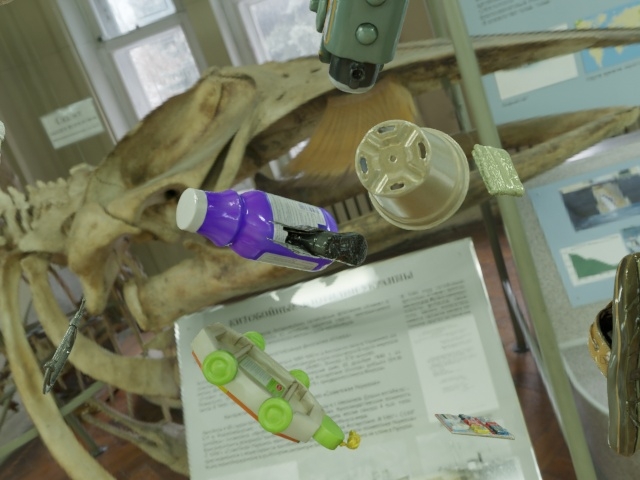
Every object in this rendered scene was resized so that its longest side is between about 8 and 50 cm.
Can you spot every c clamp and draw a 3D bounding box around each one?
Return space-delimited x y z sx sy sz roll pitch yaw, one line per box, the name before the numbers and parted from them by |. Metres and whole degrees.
c clamp | -0.489 0.205 1.135 0.137 0.022 0.161 123 164 -48

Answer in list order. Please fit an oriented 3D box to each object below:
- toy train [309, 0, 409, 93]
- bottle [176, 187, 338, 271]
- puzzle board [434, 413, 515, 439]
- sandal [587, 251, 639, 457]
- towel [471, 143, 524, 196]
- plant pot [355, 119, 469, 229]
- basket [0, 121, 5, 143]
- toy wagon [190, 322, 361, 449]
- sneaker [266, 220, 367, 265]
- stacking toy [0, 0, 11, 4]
toy train | 0.067 -0.360 0.778 0.142 0.334 0.190 9 42 -7
bottle | -0.099 -0.023 1.003 0.282 0.118 0.092 13 -38 -38
puzzle board | 0.244 0.296 0.964 0.096 0.011 0.128 6 -5 0
sandal | 0.329 0.122 0.659 0.090 0.219 0.060 -1 4 -38
towel | 0.438 -0.172 1.477 0.110 0.148 0.027 1 -31 -24
plant pot | 0.253 -0.212 1.793 0.333 0.334 0.305 -14 -10 21
basket | -0.690 -0.048 0.855 0.328 0.267 0.331 -16 -17 33
toy wagon | -0.079 0.275 1.080 0.068 0.344 0.267 -51 -5 2
sneaker | 0.000 0.003 0.903 0.089 0.051 0.170 13 1 30
stacking toy | 0.009 -0.302 0.251 0.479 0.351 0.350 -6 14 -4
